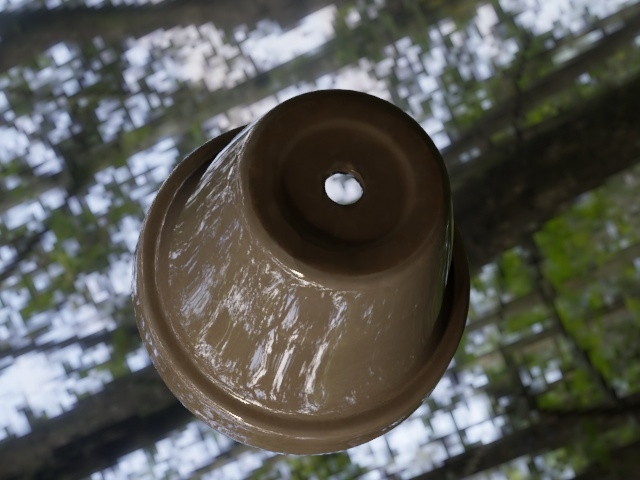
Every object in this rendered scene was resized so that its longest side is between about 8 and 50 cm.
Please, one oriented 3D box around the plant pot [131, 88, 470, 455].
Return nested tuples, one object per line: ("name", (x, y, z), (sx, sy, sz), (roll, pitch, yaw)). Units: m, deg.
("plant pot", (0.000, 0.000, 1.381), (0.229, 0.263, 0.263), (113, 143, -66))
